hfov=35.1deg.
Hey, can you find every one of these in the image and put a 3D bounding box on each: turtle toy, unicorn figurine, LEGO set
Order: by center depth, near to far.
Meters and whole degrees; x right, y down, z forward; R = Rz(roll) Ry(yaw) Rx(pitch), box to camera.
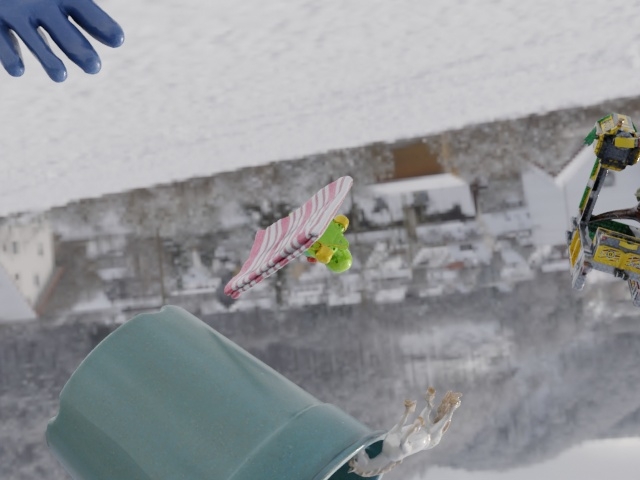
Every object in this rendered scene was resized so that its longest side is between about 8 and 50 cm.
[{"bbox_3d":[0.099,0.230,1.194,0.162,0.111,0.060,1,-142,-31],"label":"unicorn figurine"},{"bbox_3d":[0.479,-0.014,1.346,0.331,0.254,0.192,23,-153,-1],"label":"LEGO set"},{"bbox_3d":[0.000,0.000,1.575,0.130,0.095,0.066,38,141,-13],"label":"turtle toy"}]

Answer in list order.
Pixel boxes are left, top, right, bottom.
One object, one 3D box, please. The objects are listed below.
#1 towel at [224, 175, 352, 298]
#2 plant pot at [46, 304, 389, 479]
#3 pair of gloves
[{"bbox_3d":[-0.046,-0.007,1.393,0.197,0.029,0.144,-35,-163,37],"label":"towel"},{"bbox_3d":[-0.140,0.275,1.276,0.334,0.341,0.341,37,-167,20],"label":"plant pot"},{"bbox_3d":[-0.200,-0.117,0.542,0.198,0.159,0.023,-29,152,-15],"label":"pair of gloves"}]
